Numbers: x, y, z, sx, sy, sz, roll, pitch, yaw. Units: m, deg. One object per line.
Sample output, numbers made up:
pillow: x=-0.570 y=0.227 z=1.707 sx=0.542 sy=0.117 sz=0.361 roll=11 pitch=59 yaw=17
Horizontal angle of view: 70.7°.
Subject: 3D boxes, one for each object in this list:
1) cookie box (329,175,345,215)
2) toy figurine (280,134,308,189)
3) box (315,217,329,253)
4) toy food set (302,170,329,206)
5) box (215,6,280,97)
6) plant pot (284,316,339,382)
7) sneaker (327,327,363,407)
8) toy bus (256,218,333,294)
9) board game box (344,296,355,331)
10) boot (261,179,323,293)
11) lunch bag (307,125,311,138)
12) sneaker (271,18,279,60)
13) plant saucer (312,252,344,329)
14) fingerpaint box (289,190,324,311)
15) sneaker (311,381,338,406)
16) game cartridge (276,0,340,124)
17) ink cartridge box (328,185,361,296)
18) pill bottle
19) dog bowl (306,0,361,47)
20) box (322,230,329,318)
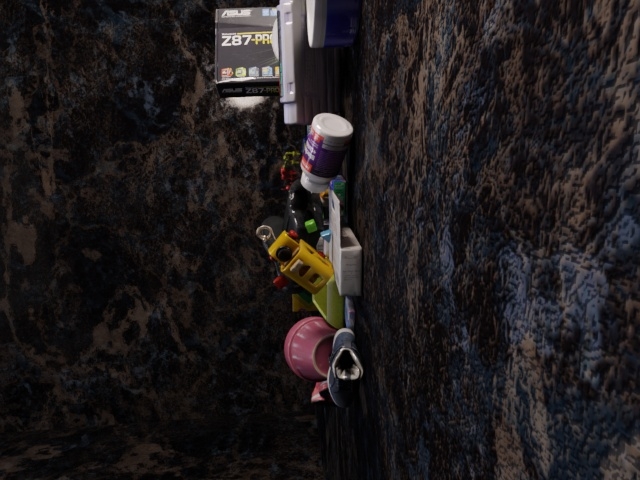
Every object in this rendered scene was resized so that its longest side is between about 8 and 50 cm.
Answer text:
cookie box: x=0.051 y=-0.136 z=1.363 sx=0.092 sy=0.040 sz=0.107 roll=-104 pitch=12 yaw=-70
toy figurine: x=-0.071 y=-0.376 z=1.937 sx=0.362 sy=0.191 sz=0.217 roll=103 pitch=169 yaw=-69
box: x=0.000 y=0.000 z=1.771 sx=0.158 sy=0.093 sz=0.156 roll=-109 pitch=17 yaw=-79
toy food set: x=0.011 y=-0.196 z=1.716 sx=0.232 sy=0.104 sz=0.111 roll=46 pitch=128 yaw=56
box: x=-0.165 y=-0.661 z=1.581 sx=0.097 sy=0.394 sz=0.318 roll=94 pitch=173 yaw=-70
plant pot: x=0.007 y=0.339 z=1.378 sx=0.180 sy=0.201 sz=0.201 roll=164 pitch=104 yaw=-69
sneaker: x=0.064 y=0.369 z=1.199 sx=0.163 sy=0.086 sz=0.226 roll=-103 pitch=13 yaw=-80
toy bus: x=-0.061 y=0.055 z=1.206 sx=0.104 sy=0.202 sz=0.191 roll=-105 pitch=8 yaw=-69
board game box: x=0.082 y=0.204 z=1.292 sx=0.090 sy=0.020 sz=0.090 roll=-100 pitch=8 yaw=-54
boot: x=-0.113 y=-0.058 z=1.646 sx=0.445 sy=0.146 sz=0.367 roll=101 pitch=148 yaw=-56
lunch bag: x=-0.004 y=-0.422 z=1.623 sx=0.176 sy=0.090 sz=0.219 roll=89 pitch=177 yaw=-53
sneaker: x=-0.047 y=-0.584 z=1.419 sx=0.101 sy=0.153 sz=0.269 roll=-49 pitch=60 yaw=50
plant saucer: x=0.016 y=0.158 z=1.389 sx=0.188 sy=0.045 sz=0.188 roll=-134 pitch=39 yaw=-60
fingerpaint box: x=-0.060 y=0.048 z=2.104 sx=0.371 sy=0.163 sz=0.445 roll=95 pitch=172 yaw=-52
sneaker: x=0.041 y=0.508 z=1.611 sx=0.314 sy=0.116 sz=0.136 roll=108 pitch=170 yaw=-58
game cartridge: x=-0.027 y=-0.503 z=1.253 sx=0.230 sy=0.068 sz=0.355 roll=-15 pitch=-72 yaw=-49
ink cartridge box: x=0.061 y=-0.012 z=1.199 sx=0.275 sy=0.060 sz=0.239 roll=-106 pitch=15 yaw=-74
pill bottle: x=0.009 y=-0.224 z=1.188 sx=0.108 sy=0.108 sz=0.193 roll=-97 pitch=20 yaw=-45
dog bowl: x=0.025 y=-0.592 z=1.048 sx=0.265 sy=0.104 sz=0.265 roll=177 pitch=90 yaw=-86
box: x=0.042 y=0.126 z=1.488 sx=0.067 sy=0.063 sz=0.324 roll=-103 pitch=11 yaw=-67
